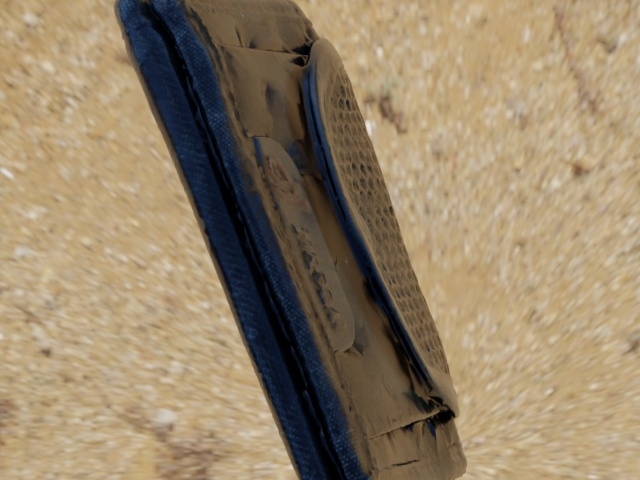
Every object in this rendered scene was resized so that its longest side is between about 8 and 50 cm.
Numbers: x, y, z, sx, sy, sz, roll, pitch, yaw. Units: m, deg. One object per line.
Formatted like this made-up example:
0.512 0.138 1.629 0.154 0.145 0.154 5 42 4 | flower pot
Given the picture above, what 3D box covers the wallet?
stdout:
0.000 0.000 0.451 0.026 0.088 0.129 -24 82 21 | wallet
